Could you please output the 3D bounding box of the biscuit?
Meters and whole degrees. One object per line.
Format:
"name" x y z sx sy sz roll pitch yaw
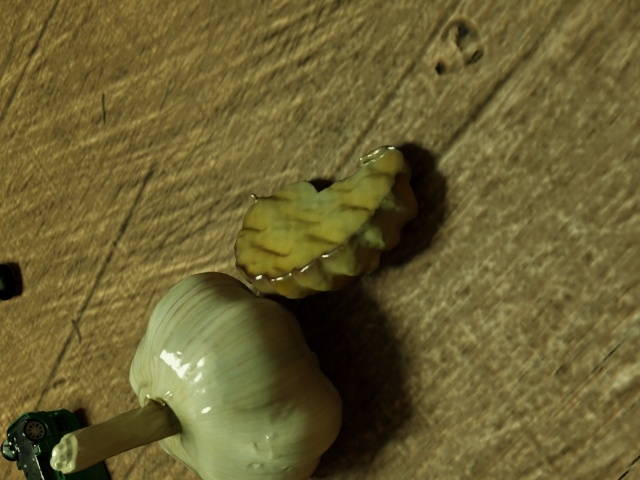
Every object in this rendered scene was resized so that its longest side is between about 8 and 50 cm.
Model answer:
"biscuit" 0.000 0.000 0.860 0.183 0.061 0.118 -12 46 43

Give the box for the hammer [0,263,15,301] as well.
"hammer" -0.505 0.072 1.351 0.427 0.044 0.152 -3 92 41

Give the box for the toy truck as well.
"toy truck" -0.274 0.250 1.133 0.065 0.079 0.147 -39 70 39

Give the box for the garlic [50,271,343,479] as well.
"garlic" -0.106 0.144 0.857 0.199 0.226 0.199 28 130 40
